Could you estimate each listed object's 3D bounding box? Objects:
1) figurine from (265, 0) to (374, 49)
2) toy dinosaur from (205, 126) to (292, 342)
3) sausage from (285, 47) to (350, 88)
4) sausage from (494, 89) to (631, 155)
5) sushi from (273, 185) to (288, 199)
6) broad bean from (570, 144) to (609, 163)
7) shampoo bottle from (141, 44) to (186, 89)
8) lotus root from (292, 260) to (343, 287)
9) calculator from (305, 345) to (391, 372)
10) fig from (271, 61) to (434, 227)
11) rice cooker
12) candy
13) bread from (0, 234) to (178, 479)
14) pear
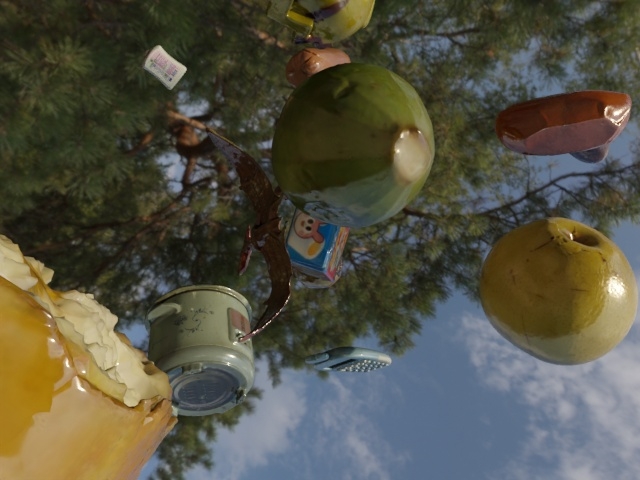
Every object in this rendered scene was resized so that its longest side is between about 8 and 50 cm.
[{"bbox_3d":[-0.049,-0.419,0.665,0.218,0.327,0.169,-16,-124,24],"label":"figurine"},{"bbox_3d":[-0.122,-0.023,0.744,0.207,0.113,0.326,9,-80,56],"label":"toy dinosaur"},{"bbox_3d":[-0.003,-0.507,1.346,0.121,0.121,0.304,-26,-171,29],"label":"sausage"},{"bbox_3d":[0.341,-0.165,0.643,0.180,0.089,0.089,-6,-120,15],"label":"sausage"},{"bbox_3d":[-0.092,-0.139,1.274,0.099,0.047,0.050,-24,-133,3],"label":"sushi"},{"bbox_3d":[0.659,-0.256,1.148,0.084,0.165,0.114,-46,-141,6],"label":"broad bean"},{"bbox_3d":[-0.399,-0.440,1.149,0.072,0.099,0.043,-49,-150,7],"label":"shampoo bottle"},{"bbox_3d":[-0.018,0.090,1.654,0.142,0.169,0.314,-28,-175,-30],"label":"lotus root"},{"bbox_3d":[0.089,0.376,1.426,0.188,0.303,0.042,-32,-131,42],"label":"calculator"},{"bbox_3d":[0.036,-0.113,0.565,0.207,0.207,0.230,-40,-169,18],"label":"fig"},{"bbox_3d":[-0.290,0.254,1.116,0.264,0.317,0.316,-36,-134,14],"label":"rice cooker"},{"bbox_3d":[-0.001,-0.001,1.046,0.100,0.306,0.157,17,-97,7],"label":"candy"},{"bbox_3d":[-0.296,0.208,0.361,0.250,0.361,0.394,27,-114,5],"label":"bread"},{"bbox_3d":[0.559,0.119,1.091,0.349,0.348,0.348,-22,-127,32],"label":"pear"}]
